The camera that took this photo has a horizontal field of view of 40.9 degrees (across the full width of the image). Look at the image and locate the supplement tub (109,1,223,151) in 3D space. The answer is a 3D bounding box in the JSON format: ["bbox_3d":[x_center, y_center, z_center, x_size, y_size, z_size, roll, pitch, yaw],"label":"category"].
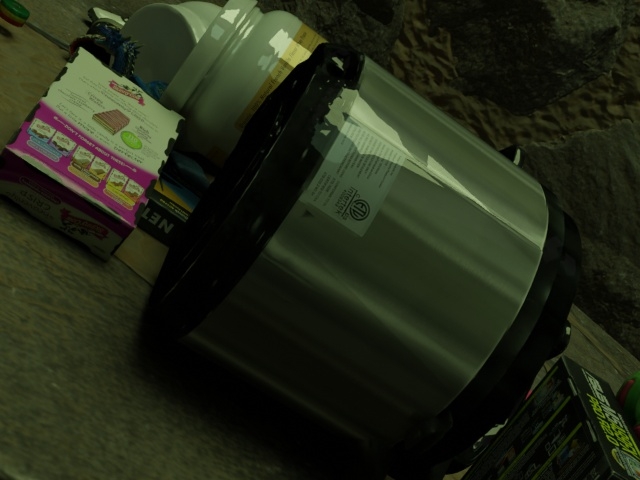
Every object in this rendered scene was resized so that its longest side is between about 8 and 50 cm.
[{"bbox_3d":[-0.159,-0.263,1.439,0.241,0.241,0.331,48,27,26],"label":"supplement tub"}]

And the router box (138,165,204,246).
[{"bbox_3d":[-0.236,-0.070,1.134,0.179,0.046,0.133,35,17,-15],"label":"router box"}]

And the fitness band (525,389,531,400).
[{"bbox_3d":[0.264,0.220,1.470,0.209,0.054,0.291,48,19,26],"label":"fitness band"}]

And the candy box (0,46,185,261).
[{"bbox_3d":[-0.266,-0.106,1.001,0.159,0.071,0.233,35,36,-18],"label":"candy box"}]

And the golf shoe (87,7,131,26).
[{"bbox_3d":[-0.370,-0.428,1.727,0.198,0.094,0.077,27,21,-34],"label":"golf shoe"}]

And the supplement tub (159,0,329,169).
[{"bbox_3d":[-0.041,-0.168,1.178,0.316,0.228,0.228,36,16,-12],"label":"supplement tub"}]

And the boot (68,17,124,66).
[{"bbox_3d":[-0.320,-0.300,1.508,0.236,0.085,0.178,31,19,-10],"label":"boot"}]

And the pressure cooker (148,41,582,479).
[{"bbox_3d":[0.071,0.042,0.938,0.420,0.370,0.375,32,21,-13],"label":"pressure cooker"}]

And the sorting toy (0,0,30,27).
[{"bbox_3d":[-0.567,-0.388,1.249,0.275,0.046,0.132,35,17,-18],"label":"sorting toy"}]

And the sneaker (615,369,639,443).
[{"bbox_3d":[0.385,0.343,0.808,0.202,0.482,0.185,-3,23,12],"label":"sneaker"}]

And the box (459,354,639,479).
[{"bbox_3d":[0.173,0.257,0.756,0.060,0.270,0.216,33,16,-4],"label":"box"}]

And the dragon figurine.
[{"bbox_3d":[-0.251,-0.184,1.232,0.289,0.144,0.085,45,17,19],"label":"dragon figurine"}]

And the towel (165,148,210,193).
[{"bbox_3d":[-0.198,-0.091,1.310,0.067,0.029,0.119,25,21,-42],"label":"towel"}]
